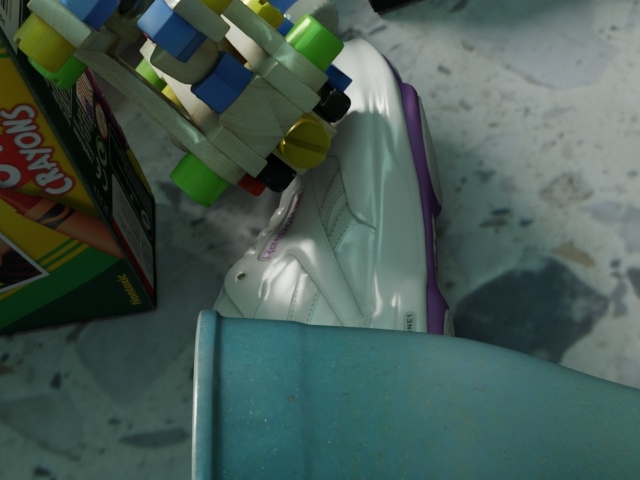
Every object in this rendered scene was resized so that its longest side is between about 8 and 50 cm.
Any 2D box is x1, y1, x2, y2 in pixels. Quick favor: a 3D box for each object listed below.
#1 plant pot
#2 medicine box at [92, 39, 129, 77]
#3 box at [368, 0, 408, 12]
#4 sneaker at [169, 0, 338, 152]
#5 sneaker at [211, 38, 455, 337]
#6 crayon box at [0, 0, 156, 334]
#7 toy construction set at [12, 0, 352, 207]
[{"bbox_3d":[0.070,0.166,0.912,0.255,0.271,0.271,-1,53,-1],"label":"plant pot"},{"bbox_3d":[-0.241,-0.248,1.332,0.289,0.149,0.263,20,50,26],"label":"medicine box"},{"bbox_3d":[0.082,-0.309,1.348,0.184,0.103,0.261,-17,52,1],"label":"box"},{"bbox_3d":[-0.066,-0.126,1.284,0.084,0.058,0.152,31,67,31],"label":"sneaker"},{"bbox_3d":[0.000,0.000,1.135,0.152,0.114,0.305,-8,53,9],"label":"sneaker"},{"bbox_3d":[-0.300,-0.066,1.116,0.313,0.363,0.106,-11,53,9],"label":"crayon box"},{"bbox_3d":[-0.085,-0.136,1.106,0.151,0.215,0.327,-44,27,19],"label":"toy construction set"}]
